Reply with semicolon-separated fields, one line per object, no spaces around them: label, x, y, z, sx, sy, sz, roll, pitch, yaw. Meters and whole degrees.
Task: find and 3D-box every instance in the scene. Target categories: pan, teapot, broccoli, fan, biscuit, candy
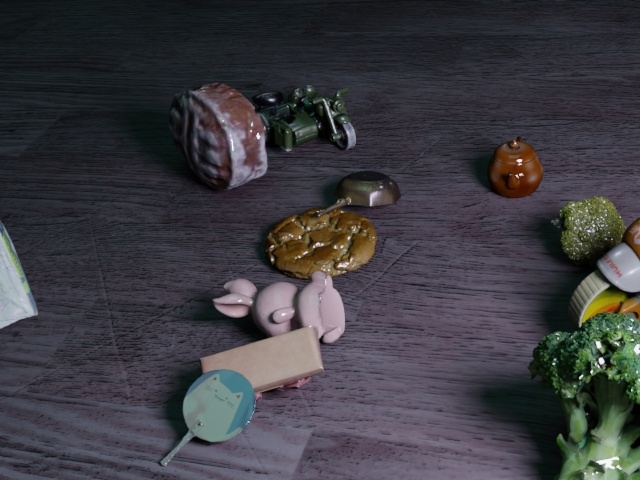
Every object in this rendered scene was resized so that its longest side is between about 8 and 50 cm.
pan;0.082;-0.095;1.734;0.129;0.048;0.202;7;23;19
teapot;0.388;-0.154;1.743;0.116;0.116;0.173;4;35;18
broccoli;0.384;0.223;1.116;0.270;0.270;0.270;27;79;41
broccoli;0.470;-0.014;1.527;0.131;0.130;0.120;-40;7;-17
fan;-0.173;0.267;1.295;0.113;0.005;0.175;36;72;26
biscuit;0.000;0.000;1.665;0.226;0.042;0.226;-7;34;5
candy;-0.218;-0.230;1.895;0.157;0.214;0.289;-22;37;-28

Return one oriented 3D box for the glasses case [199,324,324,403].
glasses case;-0.082;0.213;1.352;0.194;0.070;0.102;-18;58;3

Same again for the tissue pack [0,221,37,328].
tissue pack;-0.656;0.002;1.640;0.128;0.227;0.311;-24;38;-20

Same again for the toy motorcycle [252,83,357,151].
toy motorcycle;-0.052;-0.279;2.009;0.205;0.127;0.275;-23;33;-25

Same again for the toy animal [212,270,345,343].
toy animal;-0.069;0.119;1.462;0.213;0.124;0.124;-1;34;28

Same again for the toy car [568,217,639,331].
toy car;0.479;0.081;1.304;0.235;0.235;0.145;-11;34;-4
